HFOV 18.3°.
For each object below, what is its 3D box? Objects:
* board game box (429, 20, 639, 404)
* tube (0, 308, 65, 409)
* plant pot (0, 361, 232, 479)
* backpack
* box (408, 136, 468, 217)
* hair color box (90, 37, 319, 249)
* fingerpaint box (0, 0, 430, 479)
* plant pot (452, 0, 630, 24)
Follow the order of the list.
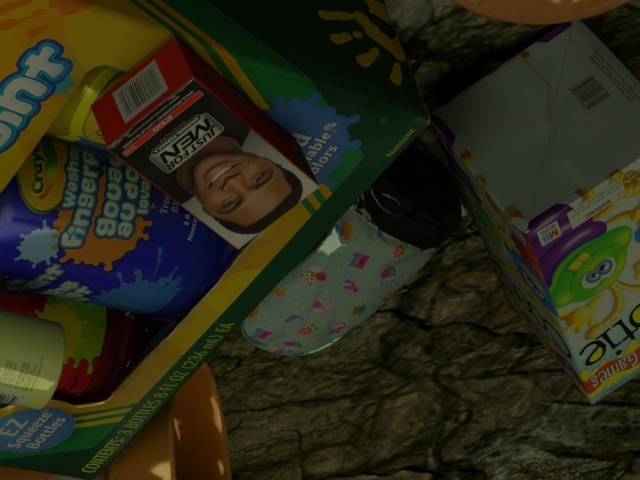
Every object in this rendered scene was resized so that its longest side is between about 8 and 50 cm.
[{"bbox_3d":[0.209,-0.017,1.567,0.142,0.144,0.275,-34,143,-3],"label":"board game box"},{"bbox_3d":[-0.285,0.056,1.276,0.240,0.062,0.070,13,90,-24],"label":"tube"},{"bbox_3d":[-0.188,0.202,1.677,0.188,0.205,0.205,-6,145,9],"label":"plant pot"},{"bbox_3d":[0.000,0.000,1.491,0.182,0.115,0.152,-39,131,25],"label":"backpack"},{"bbox_3d":[0.004,-0.012,1.598,0.207,0.036,0.114,-28,143,13],"label":"box"},{"bbox_3d":[-0.070,-0.058,1.232,0.072,0.043,0.141,-38,138,13],"label":"hair color box"},{"bbox_3d":[-0.210,-0.036,1.367,0.371,0.163,0.445,16,132,-37],"label":"fingerpaint box"},{"bbox_3d":[0.116,-0.258,1.135,0.291,0.203,0.291,-8,130,-10],"label":"plant pot"}]
